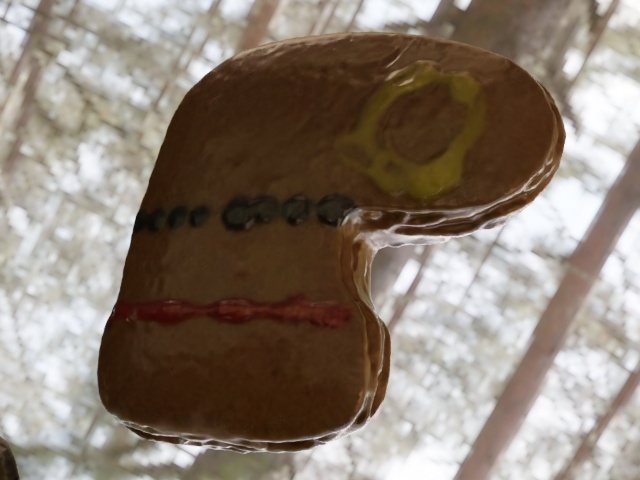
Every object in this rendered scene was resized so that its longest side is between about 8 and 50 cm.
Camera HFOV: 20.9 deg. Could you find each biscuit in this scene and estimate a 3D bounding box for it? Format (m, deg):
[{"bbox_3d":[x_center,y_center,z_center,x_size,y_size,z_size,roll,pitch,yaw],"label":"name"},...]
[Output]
[{"bbox_3d":[-0.001,-0.001,1.036,0.262,0.277,0.052,8,161,30],"label":"biscuit"}]

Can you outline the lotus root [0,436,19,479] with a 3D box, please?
[{"bbox_3d":[-0.251,0.092,0.675,0.275,0.152,0.160,17,-165,-38],"label":"lotus root"}]
